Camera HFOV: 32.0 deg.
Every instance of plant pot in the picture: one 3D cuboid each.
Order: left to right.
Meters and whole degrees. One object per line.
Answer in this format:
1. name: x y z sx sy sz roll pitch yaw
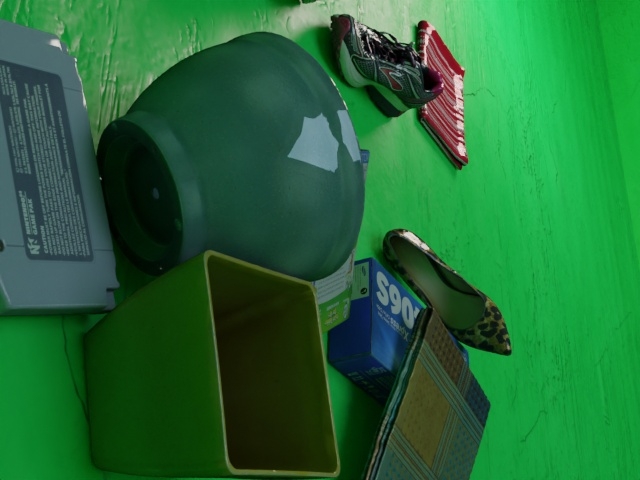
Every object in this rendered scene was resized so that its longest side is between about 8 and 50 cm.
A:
1. plant pot: -0.123 0.152 1.148 0.212 0.187 0.212 21 56 -58
2. plant pot: -0.121 -0.069 1.223 0.196 0.293 0.293 -18 92 -37

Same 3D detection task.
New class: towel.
1. towel: 0.152 0.320 1.646 0.271 0.040 0.370 58 42 -38
2. towel: 0.255 -0.307 2.330 0.199 0.031 0.275 44 39 -44

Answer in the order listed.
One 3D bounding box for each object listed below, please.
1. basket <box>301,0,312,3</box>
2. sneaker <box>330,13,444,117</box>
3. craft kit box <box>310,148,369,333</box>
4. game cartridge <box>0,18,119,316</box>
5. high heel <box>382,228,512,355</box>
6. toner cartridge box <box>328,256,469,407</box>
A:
1. basket: 0.019 -0.445 1.787 0.167 0.113 0.103 -149 -137 -76
2. sneaker: 0.111 -0.322 1.967 0.299 0.112 0.121 27 52 -55
3. craft kit box: 0.000 0.000 1.477 0.250 0.061 0.246 -15 111 -74
4. game cartridge: -0.296 -0.072 1.094 0.198 0.062 0.297 3 72 -58
5. high heel: 0.204 0.087 1.844 0.261 0.093 0.186 46 4 34
6. toner cartridge box: 0.132 0.181 1.752 0.348 0.075 0.165 43 41 -46
